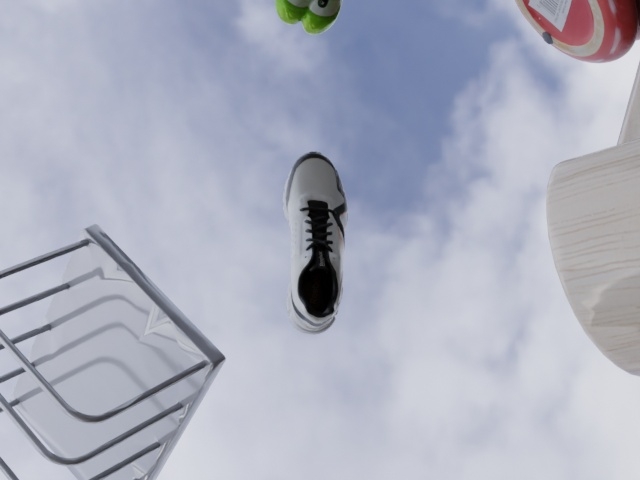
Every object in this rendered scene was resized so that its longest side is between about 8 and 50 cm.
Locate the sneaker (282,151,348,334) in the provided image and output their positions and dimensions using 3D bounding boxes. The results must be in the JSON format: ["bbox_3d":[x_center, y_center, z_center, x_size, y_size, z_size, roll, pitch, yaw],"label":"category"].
[{"bbox_3d":[0.000,0.000,0.712,0.040,0.044,0.109,-2,-97,-8],"label":"sneaker"}]

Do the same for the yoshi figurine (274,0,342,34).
[{"bbox_3d":[0.045,-0.442,1.539,0.203,0.203,0.362,38,-112,-63],"label":"yoshi figurine"}]

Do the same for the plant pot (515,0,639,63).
[{"bbox_3d":[0.293,-0.280,1.192,0.174,0.191,0.191,-40,-61,-15],"label":"plant pot"}]

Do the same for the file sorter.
[{"bbox_3d":[-0.260,0.165,1.174,0.173,0.193,0.277,-26,-26,-48],"label":"file sorter"}]

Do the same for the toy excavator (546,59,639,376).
[{"bbox_3d":[0.280,-0.095,0.734,0.445,0.222,0.433,24,-119,-41],"label":"toy excavator"}]
